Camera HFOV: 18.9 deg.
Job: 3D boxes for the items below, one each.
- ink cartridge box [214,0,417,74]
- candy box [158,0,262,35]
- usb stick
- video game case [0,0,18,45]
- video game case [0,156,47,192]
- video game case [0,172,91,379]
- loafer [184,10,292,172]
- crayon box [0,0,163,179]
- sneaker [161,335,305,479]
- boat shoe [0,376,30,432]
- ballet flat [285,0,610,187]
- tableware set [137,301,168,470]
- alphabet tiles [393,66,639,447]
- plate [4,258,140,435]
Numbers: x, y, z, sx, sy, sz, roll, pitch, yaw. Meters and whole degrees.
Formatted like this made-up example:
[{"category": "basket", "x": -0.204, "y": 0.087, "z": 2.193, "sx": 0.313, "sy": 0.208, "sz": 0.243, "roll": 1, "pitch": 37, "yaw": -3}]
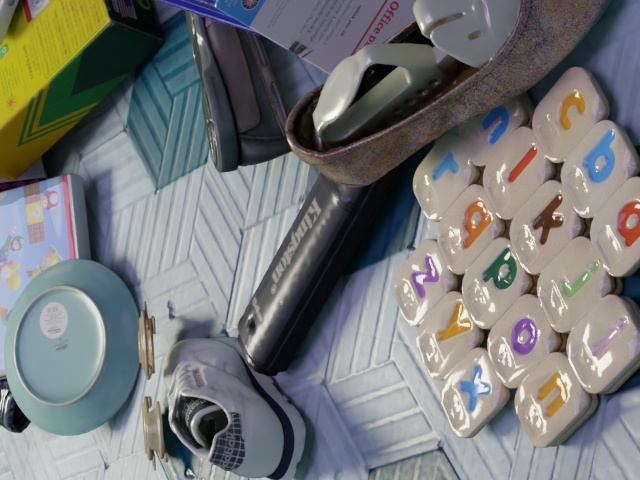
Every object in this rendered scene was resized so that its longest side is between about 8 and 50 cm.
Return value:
[{"category": "ink cartridge box", "x": 0.013, "y": -0.204, "z": 1.639, "sx": 0.104, "sy": 0.180, "sz": 0.060, "roll": -56, "pitch": 11, "yaw": 20}, {"category": "candy box", "x": -0.082, "y": -0.365, "z": 1.670, "sx": 0.122, "sy": 0.268, "sz": 0.317, "roll": -97, "pitch": 28, "yaw": -65}, {"category": "usb stick", "x": 0.000, "y": 0.000, "z": 1.700, "sx": 0.278, "sy": 0.045, "sz": 0.077, "roll": -61, "pitch": 42, "yaw": 28}, {"category": "video game case", "x": -0.375, "y": -0.315, "z": 2.118, "sx": 0.190, "sy": 0.022, "sz": 0.173, "roll": 24, "pitch": 93, "yaw": 47}, {"category": "video game case", "x": -0.444, "y": -0.134, "z": 2.189, "sx": 0.042, "sy": 0.232, "sz": 0.210, "roll": 106, "pitch": 152, "yaw": -57}, {"category": "video game case", "x": -0.374, "y": 0.055, "z": 2.119, "sx": 0.285, "sy": 0.025, "sz": 0.204, "roll": -13, "pitch": 77, "yaw": 27}, {"category": "loafer", "x": -0.080, "y": -0.183, "z": 1.833, "sx": 0.096, "sy": 0.084, "sz": 0.267, "roll": 95, "pitch": 166, "yaw": -60}, {"category": "crayon box", "x": -0.319, "y": -0.211, "z": 2.103, "sx": 0.318, "sy": 0.081, "sz": 0.202, "roll": -38, "pitch": 54, "yaw": 30}, {"category": "sneaker", "x": -0.102, "y": 0.147, "z": 1.776, "sx": 0.235, "sy": 0.095, "sz": 0.090, "roll": 33, "pitch": 115, "yaw": 56}, {"category": "boat shoe", "x": -0.334, "y": 0.121, "z": 2.139, "sx": 0.083, "sy": 0.065, "sz": 0.183, "roll": 21, "pitch": 96, "yaw": 35}, {"category": "ballet flat", "x": 0.091, "y": -0.142, "z": 1.502, "sx": 0.316, "sy": 0.106, "sz": 0.107, "roll": -39, "pitch": 50, "yaw": 31}, {"category": "tableware set", "x": -0.164, "y": 0.143, "z": 1.868, "sx": 0.141, "sy": 0.020, "sz": 0.169, "roll": -173, "pitch": 80, "yaw": -83}, {"category": "alphabet tiles", "x": 0.160, "y": 0.013, "z": 1.496, "sx": 0.278, "sy": 0.021, "sz": 0.284, "roll": -53, "pitch": 45, "yaw": 36}, {"category": "plate", "x": -0.268, "y": 0.111, "z": 2.018, "sx": 0.188, "sy": 0.024, "sz": 0.188, "roll": -5, "pitch": 81, "yaw": 33}]
